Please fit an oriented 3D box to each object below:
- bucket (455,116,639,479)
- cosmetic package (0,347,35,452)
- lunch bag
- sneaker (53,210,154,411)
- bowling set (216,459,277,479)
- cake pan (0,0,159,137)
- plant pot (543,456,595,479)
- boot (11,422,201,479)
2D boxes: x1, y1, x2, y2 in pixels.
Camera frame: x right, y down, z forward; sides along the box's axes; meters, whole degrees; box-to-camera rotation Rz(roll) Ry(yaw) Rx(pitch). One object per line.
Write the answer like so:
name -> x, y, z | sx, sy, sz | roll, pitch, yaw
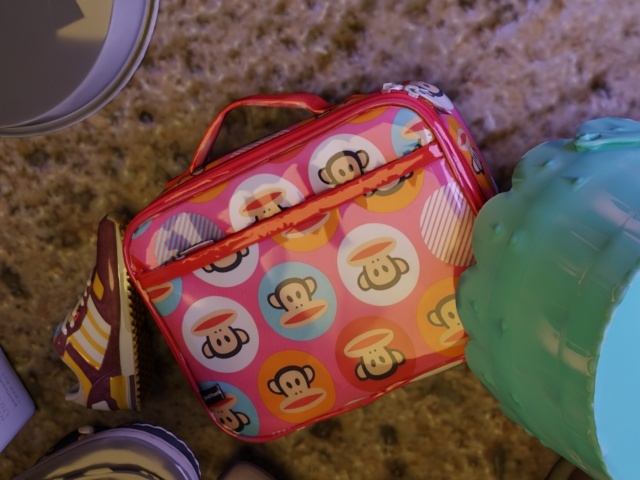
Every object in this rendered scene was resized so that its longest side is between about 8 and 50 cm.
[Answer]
bucket -> 0.253, 0.058, 0.928 | 0.281, 0.183, 0.281 | -5, 107, -17
cosmetic package -> -0.436, 0.208, 1.046 | 0.230, 0.453, 0.161 | -23, 103, 20
lunch bag -> 0.000, 0.000, 1.061 | 0.293, 0.120, 0.258 | -25, 99, 18
sneaker -> -0.194, 0.064, 1.148 | 0.084, 0.069, 0.185 | 1, 109, 7
bowling set -> -0.119, 0.351, 1.165 | 0.154, 0.200, 0.287 | 44, 121, -5
cake pan -> -0.276, -0.218, 1.071 | 0.293, 0.054, 0.293 | 4, 111, 12
plant pot -> 0.236, 0.329, 1.059 | 0.263, 0.263, 0.229 | 31, 121, 0
boot -> -0.197, 0.234, 1.094 | 0.138, 0.284, 0.377 | 37, 115, -2
